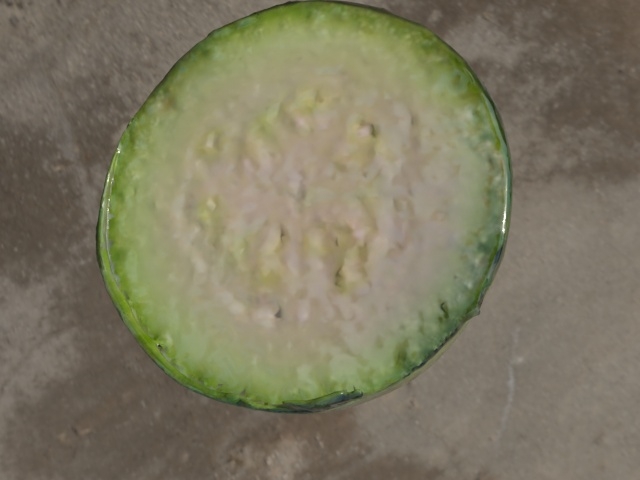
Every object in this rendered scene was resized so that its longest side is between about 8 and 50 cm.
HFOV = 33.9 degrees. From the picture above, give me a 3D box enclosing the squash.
[{"bbox_3d":[0.000,0.000,0.447,0.170,0.170,0.123,-34,155,-3],"label":"squash"}]
